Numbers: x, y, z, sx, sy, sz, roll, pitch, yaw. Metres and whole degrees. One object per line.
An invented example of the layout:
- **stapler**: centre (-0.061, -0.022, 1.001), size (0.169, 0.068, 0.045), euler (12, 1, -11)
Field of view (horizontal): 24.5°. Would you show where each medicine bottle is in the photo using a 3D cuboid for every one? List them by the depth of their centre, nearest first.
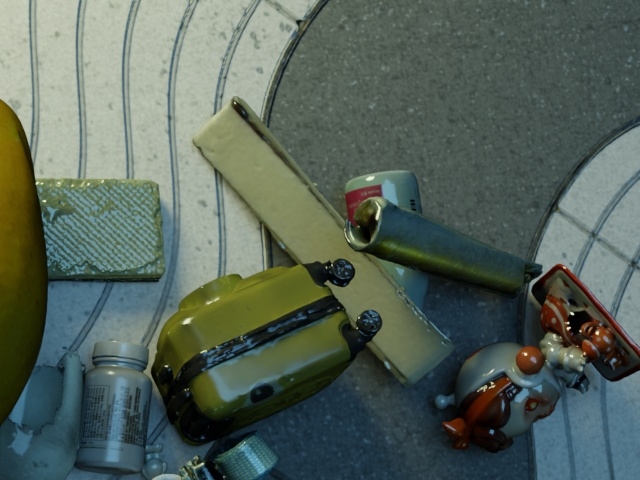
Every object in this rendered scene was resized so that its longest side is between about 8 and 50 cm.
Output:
- **medicine bottle**: centre (-0.228, 0.186, 1.631), size (0.079, 0.079, 0.140), euler (9, 73, -17)
- **medicine bottle**: centre (0.087, 0.028, 1.776), size (0.090, 0.090, 0.216), euler (-6, 83, -20)

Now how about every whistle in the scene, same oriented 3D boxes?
- **whistle**: centre (0.152, 0.016, 1.732), size (0.326, 0.068, 0.057), euler (18, 52, -46)

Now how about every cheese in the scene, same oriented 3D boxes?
- **cheese**: centre (0.000, 0.001, 1.737), size (0.085, 0.034, 0.400), euler (-44, 80, 19)

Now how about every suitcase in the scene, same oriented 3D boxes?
- **suitcase**: centre (-0.074, 0.119, 1.643), size (0.235, 0.194, 0.143), euler (-22, 77, -23)

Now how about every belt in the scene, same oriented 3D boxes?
- **belt**: centre (-0.101, 0.250, 1.612), size (0.100, 0.179, 0.065), euler (-33, 87, -9)

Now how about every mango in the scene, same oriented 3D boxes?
- **mango**: centre (-0.406, 0.028, 1.486), size (0.232, 0.300, 0.445), euler (33, 43, -38)

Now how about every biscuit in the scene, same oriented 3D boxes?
- **biscuit**: centre (-0.279, -0.013, 1.687), size (0.199, 0.040, 0.121), euler (-1, 75, -19)

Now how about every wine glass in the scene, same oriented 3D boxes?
- **wine glass**: centre (-0.330, 0.265, 1.548), size (0.143, 0.143, 0.321), euler (10, 72, -17)

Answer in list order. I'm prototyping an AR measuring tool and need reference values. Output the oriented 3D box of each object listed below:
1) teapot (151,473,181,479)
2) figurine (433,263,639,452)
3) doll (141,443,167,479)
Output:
- **teapot**: centre (-0.150, 0.412, 1.565), size (0.208, 0.166, 0.299), euler (-5, 68, -32)
- **figurine**: centre (0.239, 0.168, 1.762), size (0.226, 0.183, 0.160), euler (-38, 82, -11)
- **doll**: centre (-0.181, 0.272, 1.650), size (0.058, 0.040, 0.085), euler (12, 73, -5)
